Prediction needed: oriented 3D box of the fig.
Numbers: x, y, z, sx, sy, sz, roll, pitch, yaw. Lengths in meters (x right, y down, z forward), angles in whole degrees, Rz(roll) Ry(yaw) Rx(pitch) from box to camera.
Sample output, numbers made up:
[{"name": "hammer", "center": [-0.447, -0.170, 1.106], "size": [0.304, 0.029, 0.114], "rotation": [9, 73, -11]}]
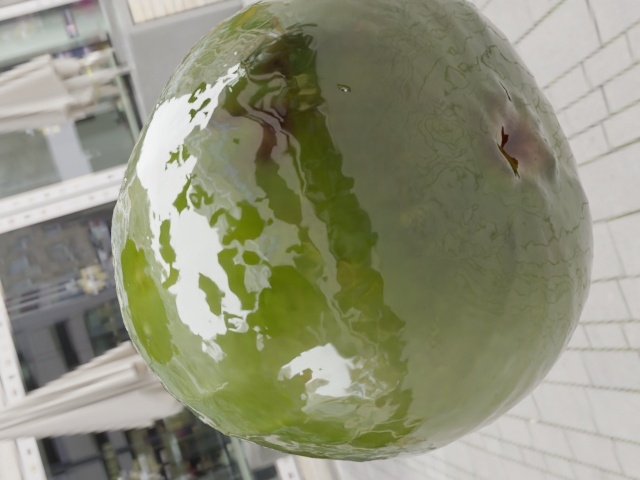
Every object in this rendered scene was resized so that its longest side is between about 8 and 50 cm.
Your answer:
[{"name": "fig", "center": [0.000, 0.000, 0.618], "size": [0.316, 0.316, 0.316], "rotation": [163, 90, -80]}]
